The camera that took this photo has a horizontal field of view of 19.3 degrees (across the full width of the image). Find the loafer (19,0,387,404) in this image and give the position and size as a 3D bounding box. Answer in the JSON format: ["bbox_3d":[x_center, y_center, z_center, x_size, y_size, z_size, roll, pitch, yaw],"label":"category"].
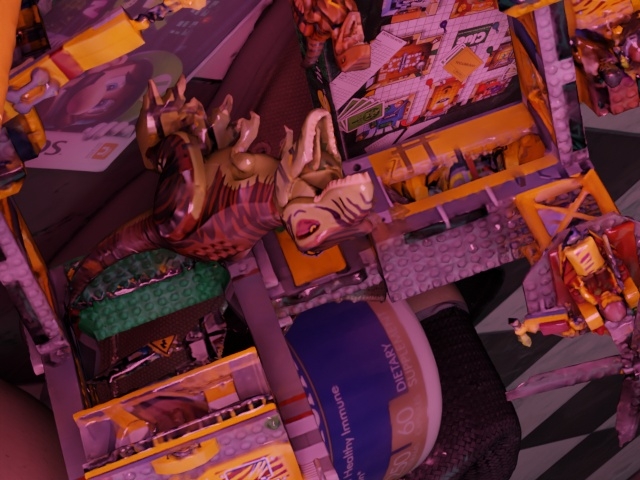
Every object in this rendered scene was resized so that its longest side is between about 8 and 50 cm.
[{"bbox_3d":[0.009,-0.028,0.928,0.366,0.130,0.134,-47,158,23],"label":"loafer"}]

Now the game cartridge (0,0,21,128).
[{"bbox_3d":[-0.208,0.034,0.533,0.053,0.285,0.324,38,115,-26],"label":"game cartridge"}]

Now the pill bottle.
[{"bbox_3d":[-0.071,0.115,1.106,0.265,0.153,0.153,-23,157,-33],"label":"pill bottle"}]

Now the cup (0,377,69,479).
[{"bbox_3d":[-0.209,0.183,0.861,0.331,0.331,0.237,-45,-174,26],"label":"cup"}]

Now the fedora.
[{"bbox_3d":[0.033,0.160,1.393,0.334,0.152,0.334,-31,160,-13],"label":"fedora"}]

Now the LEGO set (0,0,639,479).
[{"bbox_3d":[0.000,0.000,0.686,0.331,0.192,0.255,-14,133,-8],"label":"LEGO set"}]

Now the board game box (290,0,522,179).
[{"bbox_3d":[0.106,-0.121,0.826,0.260,0.030,0.136,-29,131,-19],"label":"board game box"}]

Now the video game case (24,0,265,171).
[{"bbox_3d":[-0.087,-0.097,0.773,0.190,0.022,0.173,-44,160,23],"label":"video game case"}]
